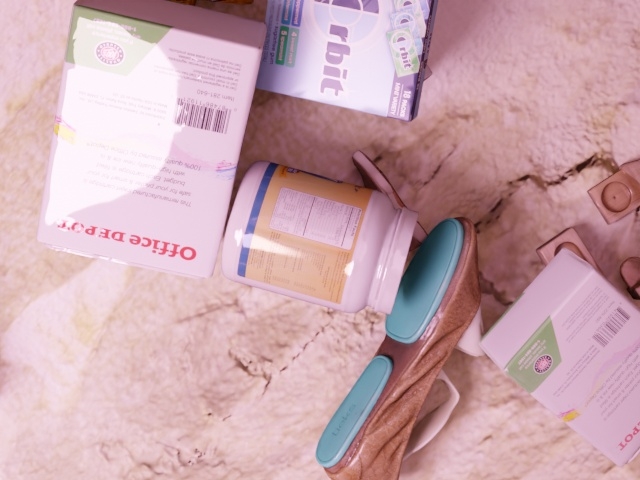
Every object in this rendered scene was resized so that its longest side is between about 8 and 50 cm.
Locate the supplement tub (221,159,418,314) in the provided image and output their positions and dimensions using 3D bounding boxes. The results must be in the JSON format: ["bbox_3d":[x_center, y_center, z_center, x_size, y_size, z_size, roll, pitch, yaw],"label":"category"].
[{"bbox_3d":[0.000,0.000,1.447,0.200,0.144,0.144,15,87,3],"label":"supplement tub"}]

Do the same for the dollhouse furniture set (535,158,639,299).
[{"bbox_3d":[0.352,0.005,1.496,0.151,0.123,0.144,-33,91,-5],"label":"dollhouse furniture set"}]

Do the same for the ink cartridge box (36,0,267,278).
[{"bbox_3d":[-0.187,-0.119,1.410,0.202,0.117,0.278,12,113,-4],"label":"ink cartridge box"}]

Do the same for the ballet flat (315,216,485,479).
[{"bbox_3d":[0.121,0.143,1.491,0.124,0.116,0.342,28,87,-24],"label":"ballet flat"}]

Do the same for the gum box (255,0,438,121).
[{"bbox_3d":[0.029,-0.228,1.414,0.185,0.041,0.156,14,109,14],"label":"gum box"}]

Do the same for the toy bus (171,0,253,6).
[{"bbox_3d":[-0.236,-0.334,1.454,0.333,0.130,0.108,6,87,-4],"label":"toy bus"}]

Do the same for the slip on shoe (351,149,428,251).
[{"bbox_3d":[0.074,-0.045,1.516,0.041,0.051,0.135,-36,98,7],"label":"slip on shoe"}]

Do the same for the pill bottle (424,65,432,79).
[{"bbox_3d":[0.045,-0.243,1.486,0.108,0.108,0.180,-37,91,-5],"label":"pill bottle"}]

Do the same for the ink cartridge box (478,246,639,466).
[{"bbox_3d":[0.314,0.136,1.469,0.212,0.093,0.154,39,94,-21],"label":"ink cartridge box"}]
